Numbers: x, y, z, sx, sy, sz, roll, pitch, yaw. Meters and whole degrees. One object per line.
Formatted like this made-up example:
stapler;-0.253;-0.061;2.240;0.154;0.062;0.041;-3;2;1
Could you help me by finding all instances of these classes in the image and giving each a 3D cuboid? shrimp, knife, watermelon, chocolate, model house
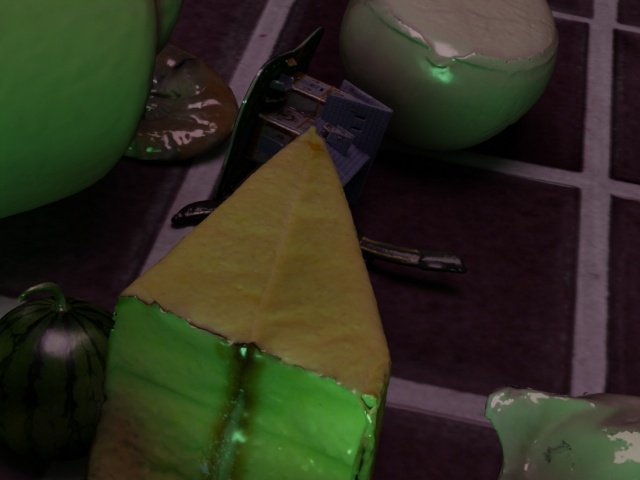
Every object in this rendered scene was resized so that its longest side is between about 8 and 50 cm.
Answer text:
shrimp;-0.161;-0.131;1.231;0.126;0.047;0.223;-30;51;-29
knife;0.001;-0.003;1.100;0.222;0.021;0.045;11;34;11
watermelon;-0.154;0.077;0.883;0.109;0.109;0.109;6;35;-4
chocolate;-0.269;-0.161;1.037;0.326;0.314;0.297;34;33;29
model house;-0.002;-0.081;1.120;0.088;0.117;0.167;25;23;8

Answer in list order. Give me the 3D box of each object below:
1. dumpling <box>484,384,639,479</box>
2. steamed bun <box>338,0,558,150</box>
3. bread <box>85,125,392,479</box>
dumpling;0.169;0.151;0.842;0.199;0.136;0.118;22;-3;-14
steamed bun;0.102;-0.154;1.239;0.177;0.130;0.228;21;35;1
bread;-0.001;0.063;0.882;0.163;0.167;0.264;22;36;16
